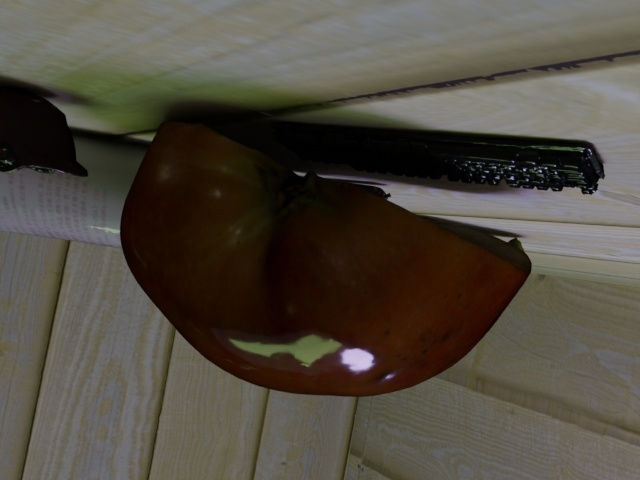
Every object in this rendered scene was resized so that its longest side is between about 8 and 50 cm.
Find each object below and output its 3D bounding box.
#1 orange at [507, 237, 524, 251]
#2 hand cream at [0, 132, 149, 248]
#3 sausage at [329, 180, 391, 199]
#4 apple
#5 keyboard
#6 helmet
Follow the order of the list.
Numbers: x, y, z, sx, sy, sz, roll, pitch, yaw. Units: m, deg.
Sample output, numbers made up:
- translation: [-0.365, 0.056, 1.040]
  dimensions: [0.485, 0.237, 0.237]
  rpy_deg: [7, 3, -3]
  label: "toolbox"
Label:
- translation: [0.213, 0.055, 1.198]
  dimensions: [0.237, 0.159, 0.179]
  rpy_deg: [11, 180, -26]
  label: "orange"
- translation: [-0.333, -0.068, 0.854]
  dimensions: [0.358, 0.118, 0.186]
  rpy_deg: [10, 135, 0]
  label: "hand cream"
- translation: [-0.001, -0.059, 0.875]
  dimensions: [0.198, 0.025, 0.028]
  rpy_deg: [7, -141, 35]
  label: "sausage"
- translation: [0.000, 0.000, 0.659]
  dimensions: [0.328, 0.295, 0.365]
  rpy_deg: [-22, 172, 13]
  label: "apple"
- translation: [0.074, -0.059, 0.517]
  dimensions: [0.231, 0.023, 0.072]
  rpy_deg: [9, 176, 29]
  label: "keyboard"
- translation: [-0.252, -0.089, 0.600]
  dimensions: [0.123, 0.071, 0.098]
  rpy_deg: [2, -175, 0]
  label: "helmet"
